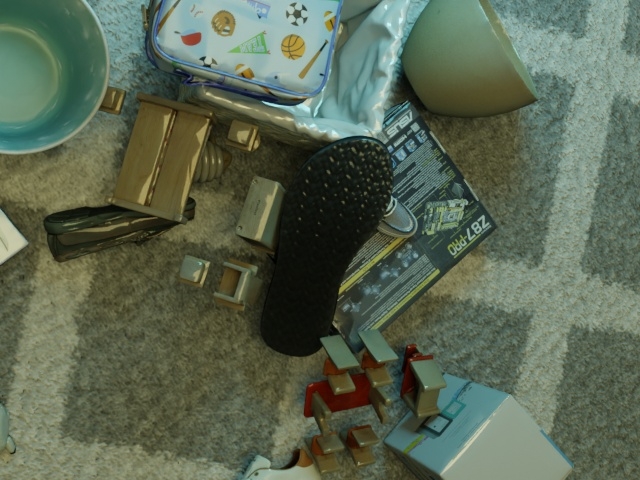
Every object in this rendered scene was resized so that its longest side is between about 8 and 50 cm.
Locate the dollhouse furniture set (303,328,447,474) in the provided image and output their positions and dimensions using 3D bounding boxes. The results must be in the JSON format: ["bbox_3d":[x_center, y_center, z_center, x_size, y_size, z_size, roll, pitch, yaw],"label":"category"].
[{"bbox_3d":[0.091,0.279,1.779,0.259,0.135,0.262,-7,125,-22],"label":"dollhouse furniture set"}]

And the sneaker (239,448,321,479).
[{"bbox_3d":[-0.139,0.473,1.750,0.290,0.106,0.123,-20,87,-25],"label":"sneaker"}]

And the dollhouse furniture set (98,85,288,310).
[{"bbox_3d":[-0.245,-0.070,1.650,0.355,0.174,0.303,16,85,8],"label":"dollhouse furniture set"}]

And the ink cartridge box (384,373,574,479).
[{"bbox_3d":[0.292,0.404,1.798,0.197,0.270,0.198,-45,103,-12],"label":"ink cartridge box"}]

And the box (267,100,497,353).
[{"bbox_3d":[0.107,-0.028,1.831,0.395,0.097,0.318,-41,100,-14],"label":"box"}]

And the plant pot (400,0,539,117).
[{"bbox_3d":[0.268,-0.346,1.821,0.190,0.284,0.284,-29,101,19],"label":"plant pot"}]

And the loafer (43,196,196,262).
[{"bbox_3d":[-0.352,-0.023,1.687,0.267,0.096,0.084,-9,112,-18],"label":"loafer"}]

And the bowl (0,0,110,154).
[{"bbox_3d":[-0.518,-0.289,1.581,0.311,0.163,0.312,1,87,-21],"label":"bowl"}]

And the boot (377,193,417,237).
[{"bbox_3d":[0.108,-0.068,1.734,0.190,0.086,0.069,33,79,-12],"label":"boot"}]

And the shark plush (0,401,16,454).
[{"bbox_3d":[-0.575,0.311,1.622,0.067,0.073,0.161,-4,96,11],"label":"shark plush"}]

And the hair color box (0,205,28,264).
[{"bbox_3d":[-0.675,0.036,1.560,0.338,0.110,0.185,-39,100,-13],"label":"hair color box"}]

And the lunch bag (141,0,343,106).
[{"bbox_3d":[-0.124,-0.340,1.474,0.303,0.115,0.243,13,89,-18],"label":"lunch bag"}]

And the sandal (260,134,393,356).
[{"bbox_3d":[-0.003,0.000,1.680,0.167,0.107,0.446,21,116,-4],"label":"sandal"}]

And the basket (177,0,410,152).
[{"bbox_3d":[-0.055,-0.342,1.689,0.328,0.266,0.332,16,84,-18],"label":"basket"}]

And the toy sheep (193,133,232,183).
[{"bbox_3d":[-0.224,-0.147,1.726,0.132,0.091,0.091,-7,92,-21],"label":"toy sheep"}]
